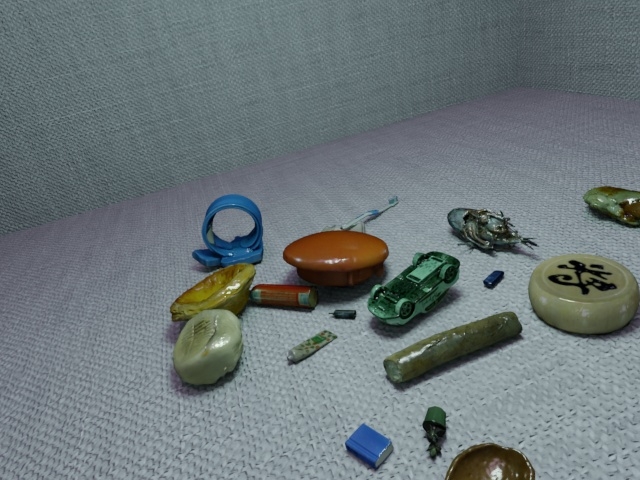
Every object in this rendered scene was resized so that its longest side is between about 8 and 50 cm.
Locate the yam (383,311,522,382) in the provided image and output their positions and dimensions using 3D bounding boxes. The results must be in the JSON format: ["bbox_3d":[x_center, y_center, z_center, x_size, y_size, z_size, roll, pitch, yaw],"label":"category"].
[{"bbox_3d":[0.338,0.263,1.140,0.371,0.083,0.083,-19,27,-13],"label":"yam"}]

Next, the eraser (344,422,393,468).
[{"bbox_3d":[0.103,0.436,0.956,0.084,0.027,0.063,16,37,44],"label":"eraser"}]

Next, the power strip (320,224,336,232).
[{"bbox_3d":[0.000,0.000,1.798,0.047,0.030,0.191,27,61,37],"label":"power strip"}]

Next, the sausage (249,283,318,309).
[{"bbox_3d":[-0.136,0.180,1.507,0.263,0.083,0.083,0,29,27],"label":"sausage"}]

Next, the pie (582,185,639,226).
[{"bbox_3d":[1.071,-0.129,1.568,0.257,0.106,0.274,-14,25,-37],"label":"pie"}]

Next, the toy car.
[{"bbox_3d":[0.281,0.152,1.326,0.305,0.125,0.136,-37,32,-19],"label":"toy car"}]

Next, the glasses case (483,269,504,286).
[{"bbox_3d":[0.533,0.119,1.386,0.083,0.023,0.033,-30,26,-34],"label":"glasses case"}]

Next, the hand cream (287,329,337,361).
[{"bbox_3d":[-0.027,0.299,1.286,0.165,0.037,0.057,-24,28,-34],"label":"hand cream"}]

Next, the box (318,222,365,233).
[{"bbox_3d":[0.087,-0.021,1.854,0.198,0.029,0.109,-10,27,8],"label":"box"}]

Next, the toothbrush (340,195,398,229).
[{"bbox_3d":[0.219,-0.114,1.943,0.040,0.040,0.386,15,34,43],"label":"toothbrush"}]

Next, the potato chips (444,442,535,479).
[{"bbox_3d":[0.300,0.456,0.805,0.150,0.049,0.202,7,31,28],"label":"potato chips"}]

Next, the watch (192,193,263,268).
[{"bbox_3d":[-0.384,-0.037,1.823,0.304,0.275,0.241,-10,27,-6],"label":"watch"}]

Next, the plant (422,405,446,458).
[{"bbox_3d":[0.236,0.401,0.941,0.051,0.051,0.102,-1,34,23],"label":"plant"}]

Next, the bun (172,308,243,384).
[{"bbox_3d":[-0.309,0.304,1.285,0.229,0.145,0.230,-31,38,28],"label":"bun"}]

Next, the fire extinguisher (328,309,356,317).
[{"bbox_3d":[0.069,0.226,1.388,0.083,0.025,0.038,-2,-9,20],"label":"fire extinguisher"}]

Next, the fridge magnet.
[{"bbox_3d":[0.052,0.051,1.542,0.363,0.155,0.364,-2,15,1],"label":"fridge magnet"}]

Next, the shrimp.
[{"bbox_3d":[0.565,-0.021,1.552,0.172,0.137,0.372,-54,25,-1],"label":"shrimp"}]

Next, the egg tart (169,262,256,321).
[{"bbox_3d":[-0.341,0.194,1.497,0.318,0.128,0.319,-24,17,8],"label":"egg tart"}]

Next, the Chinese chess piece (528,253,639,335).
[{"bbox_3d":[0.692,0.137,1.194,0.257,0.104,0.257,-11,26,6],"label":"Chinese chess piece"}]
